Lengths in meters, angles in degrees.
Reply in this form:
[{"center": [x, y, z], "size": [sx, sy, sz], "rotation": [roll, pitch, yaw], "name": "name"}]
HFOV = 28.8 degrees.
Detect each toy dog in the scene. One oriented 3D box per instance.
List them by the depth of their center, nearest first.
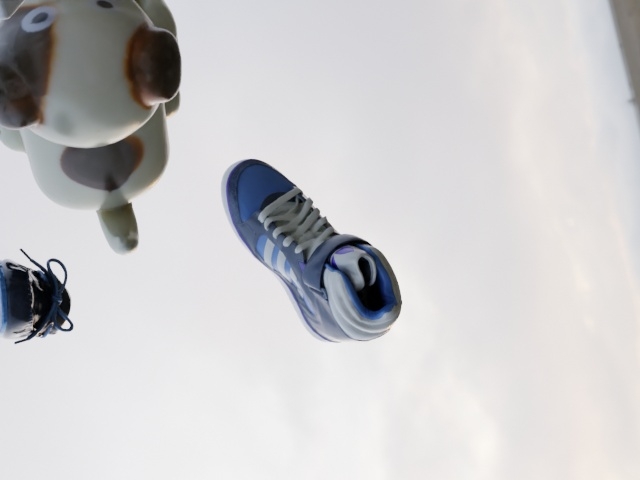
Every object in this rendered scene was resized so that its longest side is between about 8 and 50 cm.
[{"center": [-0.309, -0.191, 1.550], "size": [0.408, 0.284, 0.395], "rotation": [133, 134, -78], "name": "toy dog"}]

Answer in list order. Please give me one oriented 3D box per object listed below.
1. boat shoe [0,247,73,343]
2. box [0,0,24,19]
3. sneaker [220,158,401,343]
[{"center": [-0.328, 0.062, 1.433], "size": [0.258, 0.089, 0.109], "rotation": [-173, 84, -79], "name": "boat shoe"}, {"center": [-0.213, -0.230, 0.761], "size": [0.170, 0.091, 0.130], "rotation": [-71, -22, -50], "name": "box"}, {"center": [0.000, 0.001, 1.776], "size": [0.323, 0.130, 0.236], "rotation": [59, 154, -3], "name": "sneaker"}]
